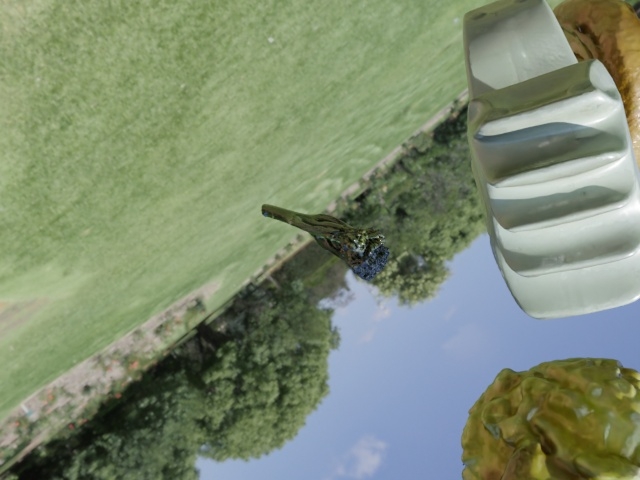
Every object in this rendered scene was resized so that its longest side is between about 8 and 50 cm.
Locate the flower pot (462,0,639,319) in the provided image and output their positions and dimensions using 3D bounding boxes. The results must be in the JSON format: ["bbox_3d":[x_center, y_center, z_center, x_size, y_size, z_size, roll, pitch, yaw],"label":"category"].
[{"bbox_3d":[0.249,-0.108,0.747,0.164,0.254,0.368,-16,-147,16],"label":"flower pot"}]

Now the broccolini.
[{"bbox_3d":[0.007,-0.019,0.891,0.068,0.202,0.091,-58,157,1],"label":"broccolini"}]

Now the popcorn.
[{"bbox_3d":[0.293,0.249,0.748,0.236,0.206,0.251,-27,-166,-19],"label":"popcorn"}]

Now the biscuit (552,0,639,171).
[{"bbox_3d":[0.419,-0.230,1.030,0.101,0.297,0.296,-15,178,-3],"label":"biscuit"}]
